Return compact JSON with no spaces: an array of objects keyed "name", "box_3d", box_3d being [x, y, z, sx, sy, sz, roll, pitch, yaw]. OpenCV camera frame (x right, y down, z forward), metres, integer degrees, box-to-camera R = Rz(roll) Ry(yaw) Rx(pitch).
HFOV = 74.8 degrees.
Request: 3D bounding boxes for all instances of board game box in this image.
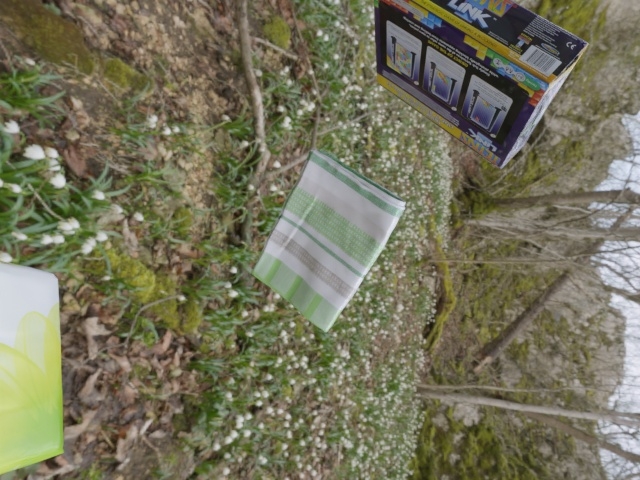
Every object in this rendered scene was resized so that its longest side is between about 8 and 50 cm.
[{"name":"board game box","box_3d":[0.128,-0.159,0.385,0.048,0.170,0.141,-47,163,-4]}]

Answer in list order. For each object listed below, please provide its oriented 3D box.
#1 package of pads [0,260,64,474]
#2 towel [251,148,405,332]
[{"name":"package of pads","box_3d":[-0.382,0.118,0.387,0.296,0.101,0.229,59,20,-74]},{"name":"towel","box_3d":[0.000,0.000,0.412,0.023,0.113,0.152,-4,126,-62]}]
